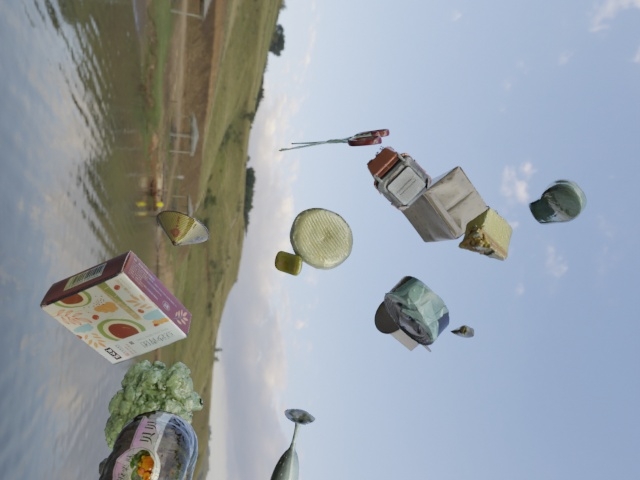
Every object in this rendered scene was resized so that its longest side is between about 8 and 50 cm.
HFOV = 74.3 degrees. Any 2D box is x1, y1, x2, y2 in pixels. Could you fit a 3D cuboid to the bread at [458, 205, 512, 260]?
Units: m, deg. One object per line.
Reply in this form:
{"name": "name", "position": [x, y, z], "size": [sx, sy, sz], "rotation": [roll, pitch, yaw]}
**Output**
{"name": "bread", "position": [0.543, -0.011, 1.377], "size": [0.147, 0.152, 0.127], "rotation": [-57, 180, -31]}

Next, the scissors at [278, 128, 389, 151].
{"name": "scissors", "position": [0.030, -0.231, 0.983], "size": [0.144, 0.247, 0.017], "rotation": [-51, 136, -60]}

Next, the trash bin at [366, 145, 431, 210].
{"name": "trash bin", "position": [0.254, -0.241, 1.489], "size": [0.161, 0.184, 0.239], "rotation": [-45, -152, 13]}

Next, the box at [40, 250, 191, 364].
{"name": "box", "position": [-0.745, 0.263, 1.580], "size": [0.122, 0.344, 0.385], "rotation": [-99, 164, -52]}

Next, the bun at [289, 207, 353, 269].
{"name": "bun", "position": [0.000, 0.000, 1.837], "size": [0.146, 0.287, 0.287], "rotation": [122, -35, -68]}

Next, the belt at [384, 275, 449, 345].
{"name": "belt", "position": [0.226, 0.168, 0.997], "size": [0.151, 0.078, 0.198], "rotation": [35, -22, 37]}

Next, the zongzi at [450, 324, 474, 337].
{"name": "zongzi", "position": [0.456, 0.297, 1.394], "size": [0.083, 0.076, 0.040], "rotation": [0, -109, 39]}

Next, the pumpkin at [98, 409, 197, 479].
{"name": "pumpkin", "position": [-0.365, 0.478, 0.864], "size": [0.260, 0.189, 0.260], "rotation": [13, 90, -90]}

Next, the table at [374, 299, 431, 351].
{"name": "table", "position": [0.339, 0.335, 1.625], "size": [0.167, 0.226, 0.167], "rotation": [-32, -146, 25]}

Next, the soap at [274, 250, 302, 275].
{"name": "soap", "position": [-0.133, 0.095, 1.764], "size": [0.140, 0.045, 0.089], "rotation": [15, -79, 30]}

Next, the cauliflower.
{"name": "cauliflower", "position": [-0.491, 0.484, 1.245], "size": [0.260, 0.327, 0.281], "rotation": [55, 1, -7]}

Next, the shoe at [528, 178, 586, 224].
{"name": "shoe", "position": [0.623, -0.108, 1.090], "size": [0.103, 0.100, 0.251], "rotation": [51, 0, 10]}

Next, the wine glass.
{"name": "wine glass", "position": [-0.066, 0.443, 0.844], "size": [0.066, 0.066, 0.198], "rotation": [-158, -98, -70]}

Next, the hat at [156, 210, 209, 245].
{"name": "hat", "position": [-0.493, -0.016, 1.473], "size": [0.193, 0.193, 0.082], "rotation": [124, -17, -58]}

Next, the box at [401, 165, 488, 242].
{"name": "box", "position": [0.480, -0.131, 1.683], "size": [0.225, 0.190, 0.297], "rotation": [53, -8, -3]}
